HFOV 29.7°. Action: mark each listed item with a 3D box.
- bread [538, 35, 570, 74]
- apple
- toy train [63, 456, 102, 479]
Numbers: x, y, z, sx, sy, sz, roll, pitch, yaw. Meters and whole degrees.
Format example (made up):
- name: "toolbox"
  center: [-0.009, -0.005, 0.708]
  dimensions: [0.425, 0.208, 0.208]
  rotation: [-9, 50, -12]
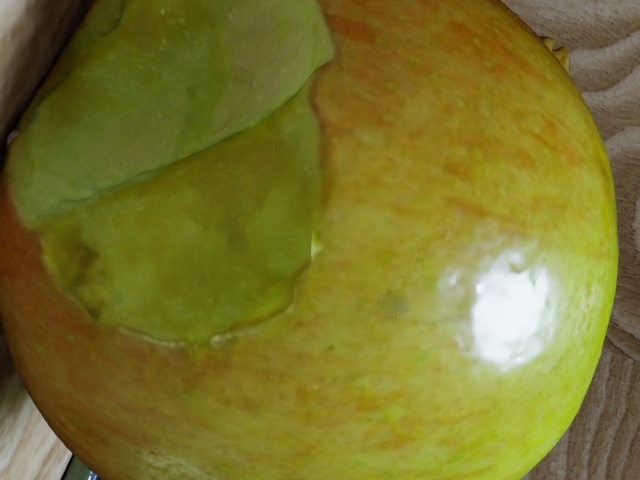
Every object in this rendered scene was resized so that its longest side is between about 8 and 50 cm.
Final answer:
- name: "bread"
  center: [0.015, -0.069, 1.040]
  dimensions: [0.370, 0.191, 0.314]
  rotation: [-40, -172, -8]
- name: "apple"
  center: [0.000, 0.000, 0.664]
  dimensions: [0.339, 0.339, 0.339]
  rotation: [20, 90, -85]
- name: "toy train"
  center: [-0.109, 0.225, 0.924]
  dimensions: [0.131, 0.202, 0.299]
  rotation: [66, 42, -58]
